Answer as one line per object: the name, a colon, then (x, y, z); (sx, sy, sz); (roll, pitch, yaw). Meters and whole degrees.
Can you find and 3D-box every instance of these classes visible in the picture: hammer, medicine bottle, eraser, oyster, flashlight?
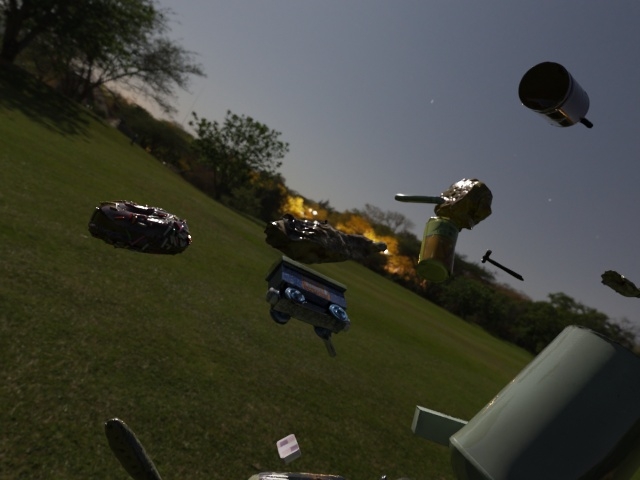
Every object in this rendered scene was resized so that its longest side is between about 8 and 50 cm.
hammer: (0.723, 0.105, 1.662); (0.021, 0.065, 0.178); (-17, 43, -40)
medicine bottle: (0.412, 0.022, 1.469); (0.124, 0.238, 0.124); (14, -35, 10)
eraser: (-0.103, 0.672, 1.356); (0.105, 0.065, 0.026); (-175, -114, -75)
oyster: (1.186, 0.177, 1.649); (0.165, 0.053, 0.108); (45, -28, 12)
flashlight: (0.021, 0.275, 1.117); (0.018, 0.018, 0.083); (21, -43, 53)
oyster: (-0.004, 0.008, 1.256); (0.396, 0.110, 0.204); (14, -22, -34)

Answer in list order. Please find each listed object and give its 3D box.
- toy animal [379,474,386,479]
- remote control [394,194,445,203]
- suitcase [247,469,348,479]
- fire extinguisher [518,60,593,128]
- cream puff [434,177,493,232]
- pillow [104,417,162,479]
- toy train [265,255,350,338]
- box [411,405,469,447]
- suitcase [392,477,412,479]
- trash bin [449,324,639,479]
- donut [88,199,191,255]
toy animal: (0.204, 0.857, 1.273); (0.081, 0.366, 0.206); (-7, -4, 8)
remote control: (0.254, -0.106, 1.079); (0.125, 0.017, 0.053); (7, 2, 40)
suitcase: (-0.025, 0.696, 0.904); (0.340, 0.351, 0.194); (4, -10, -1)
fire extinguisher: (0.642, -0.365, 1.117); (0.337, 0.114, 0.135); (-4, 52, -49)
cream puff: (0.587, -0.142, 1.732); (0.196, 0.244, 0.244); (50, 4, 8)
pillow: (-0.456, 0.509, 1.003); (0.093, 0.051, 0.241); (-4, -62, 34)
toy train: (-0.042, 0.192, 1.354); (0.300, 0.131, 0.202); (28, 28, -25)
box: (0.409, 0.602, 1.323); (0.225, 0.086, 0.129); (15, -14, 12)
suitcase: (0.072, 0.491, 0.563); (0.066, 0.206, 0.285); (25, 45, -59)
trash bin: (0.479, 0.412, 0.867); (0.280, 0.432, 0.280); (45, -5, 5)
donut: (-0.486, -0.037, 1.147); (0.270, 0.103, 0.269); (16, 5, -1)
